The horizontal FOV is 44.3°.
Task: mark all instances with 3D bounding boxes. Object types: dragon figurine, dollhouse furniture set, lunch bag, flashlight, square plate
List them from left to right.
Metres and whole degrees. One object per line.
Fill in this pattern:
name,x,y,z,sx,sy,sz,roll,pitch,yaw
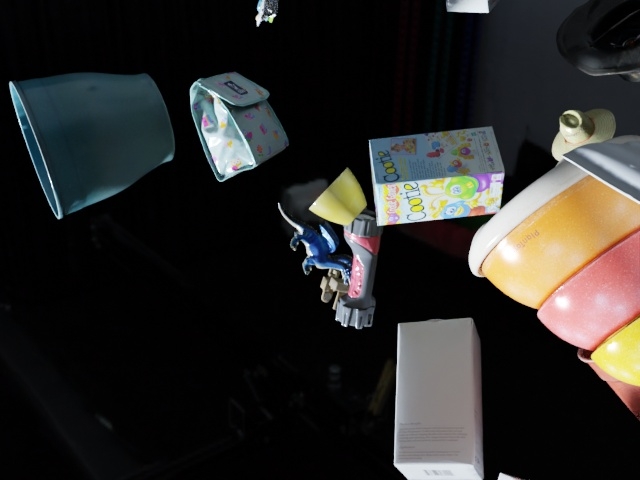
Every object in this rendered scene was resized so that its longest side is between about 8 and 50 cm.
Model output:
lunch bag,-0.226,-0.322,2.098,0.160,0.262,0.223,-20,-170,28
dragon figurine,0.000,0.000,2.163,0.144,0.289,0.085,-25,-174,15
dollhouse furniture set,0.067,0.166,2.300,0.144,0.123,0.151,12,-168,-24
flashlight,0.092,0.071,1.993,0.103,0.304,0.103,-9,-152,-38
square plate,0.532,-0.057,0.971,0.347,0.049,0.344,5,-159,-15

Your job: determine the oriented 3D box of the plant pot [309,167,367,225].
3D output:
plant pot,0.053,-0.091,1.858,0.095,0.134,0.134,43,-150,-2

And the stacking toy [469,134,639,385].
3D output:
stacking toy,0.492,0.110,1.231,0.350,0.350,0.480,-18,-113,-36

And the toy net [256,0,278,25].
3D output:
toy net,-0.116,-0.567,1.855,0.045,0.122,0.232,17,-159,-12

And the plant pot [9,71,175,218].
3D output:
plant pot,-0.434,-0.210,1.540,0.255,0.272,0.271,-21,-149,-20

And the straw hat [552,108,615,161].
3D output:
straw hat,0.493,-0.219,1.518,0.061,0.144,0.144,39,-171,-28

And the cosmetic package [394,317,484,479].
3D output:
cosmetic package,0.294,0.389,1.939,0.197,0.155,0.366,-5,-121,20

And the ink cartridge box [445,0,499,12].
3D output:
ink cartridge box,0.406,-0.708,2.079,0.127,0.176,0.128,14,-134,32

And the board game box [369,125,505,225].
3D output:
board game box,0.254,-0.142,1.754,0.275,0.142,0.144,-6,-129,2

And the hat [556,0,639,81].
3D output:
hat,0.678,-0.428,1.666,0.331,0.134,0.331,-26,-141,24

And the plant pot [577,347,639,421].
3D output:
plant pot,0.761,0.294,1.736,0.272,0.265,0.272,-34,180,0

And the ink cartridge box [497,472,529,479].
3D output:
ink cartridge box,0.426,0.569,1.708,0.180,0.104,0.060,27,170,-40
